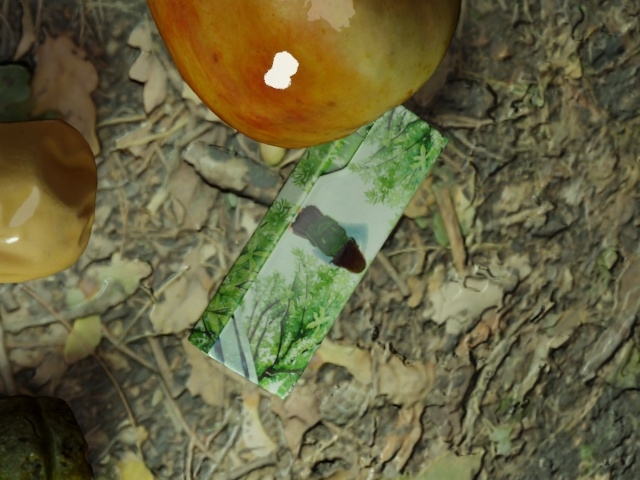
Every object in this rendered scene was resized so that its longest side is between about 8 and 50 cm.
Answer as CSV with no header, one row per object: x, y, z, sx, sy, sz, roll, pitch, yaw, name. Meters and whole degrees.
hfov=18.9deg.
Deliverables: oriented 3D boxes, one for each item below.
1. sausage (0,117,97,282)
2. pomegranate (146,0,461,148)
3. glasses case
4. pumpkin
-0.288,-0.035,1.496,0.241,0.120,0.136,4,91,-27,sausage
-0.022,-0.212,1.509,0.229,0.252,0.270,-36,105,-19,pomegranate
0.000,0.000,1.685,0.095,0.062,0.272,32,89,-30,glasses case
-0.256,0.261,1.595,0.131,0.126,0.248,-8,108,-23,pumpkin
